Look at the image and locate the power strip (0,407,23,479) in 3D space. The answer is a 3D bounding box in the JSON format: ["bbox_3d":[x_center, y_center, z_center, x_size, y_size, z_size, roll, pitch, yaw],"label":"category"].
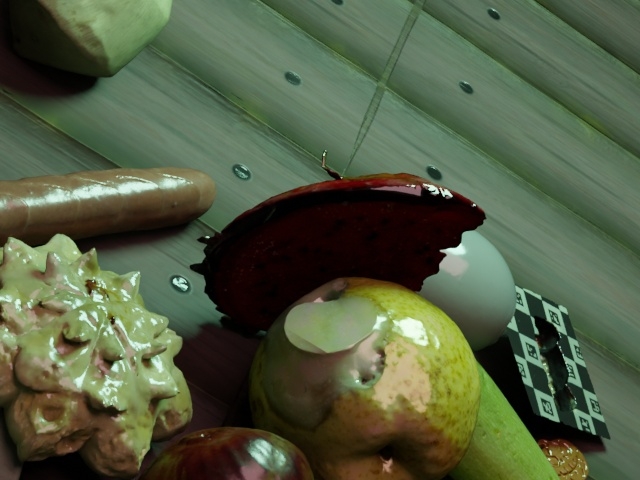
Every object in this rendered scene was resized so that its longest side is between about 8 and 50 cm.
[{"bbox_3d":[-0.360,0.255,1.557,0.118,0.046,0.270,29,38,-18],"label":"power strip"}]

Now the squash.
[{"bbox_3d":[0.223,0.282,1.967,0.287,0.137,0.137,49,38,-6],"label":"squash"}]

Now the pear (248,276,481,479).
[{"bbox_3d":[0.052,0.175,1.788,0.271,0.271,0.271,22,41,-21],"label":"pear"}]

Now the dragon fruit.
[{"bbox_3d":[0.000,0.000,1.855,0.282,0.343,0.100,14,51,-30],"label":"dragon fruit"}]

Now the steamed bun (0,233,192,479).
[{"bbox_3d":[-0.247,0.109,1.685,0.292,0.137,0.295,37,25,-10],"label":"steamed bun"}]

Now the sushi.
[{"bbox_3d":[0.288,0.167,2.159,0.192,0.050,0.215,23,43,-45],"label":"sushi"}]

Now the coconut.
[{"bbox_3d":[-0.305,-0.313,2.055,0.224,0.224,0.224,22,41,-21],"label":"coconut"}]

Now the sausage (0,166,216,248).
[{"bbox_3d":[-0.279,-0.041,1.885,0.433,0.088,0.088,-10,59,-44],"label":"sausage"}]

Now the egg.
[{"bbox_3d":[0.132,0.053,2.047,0.232,0.176,0.176,19,42,-11],"label":"egg"}]

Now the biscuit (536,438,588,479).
[{"bbox_3d":[0.310,0.288,2.086,0.078,0.015,0.091,46,39,8],"label":"biscuit"}]

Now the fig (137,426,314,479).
[{"bbox_3d":[-0.098,0.285,1.642,0.205,0.205,0.205,22,41,-21],"label":"fig"}]
